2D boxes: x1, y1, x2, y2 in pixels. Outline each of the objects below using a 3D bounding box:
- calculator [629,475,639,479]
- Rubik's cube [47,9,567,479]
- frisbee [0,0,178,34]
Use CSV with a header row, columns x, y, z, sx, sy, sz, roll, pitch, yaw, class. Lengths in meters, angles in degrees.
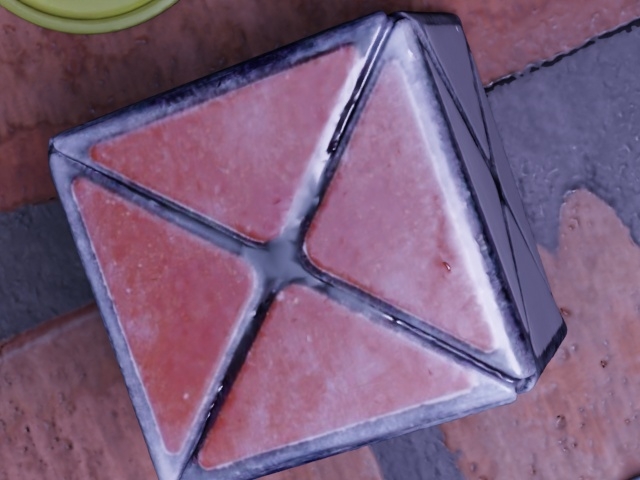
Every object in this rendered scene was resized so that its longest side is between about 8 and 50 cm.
x,y,z,sx,sy,sz,roll,pitch,yaw,class
0.268,0.251,1.297,0.302,0.042,0.188,-27,89,15,calculator
0.000,0.000,1.221,0.259,0.260,0.255,-18,91,12,Rubik's cube
-0.173,-0.270,1.349,0.236,0.017,0.236,2,97,12,frisbee
